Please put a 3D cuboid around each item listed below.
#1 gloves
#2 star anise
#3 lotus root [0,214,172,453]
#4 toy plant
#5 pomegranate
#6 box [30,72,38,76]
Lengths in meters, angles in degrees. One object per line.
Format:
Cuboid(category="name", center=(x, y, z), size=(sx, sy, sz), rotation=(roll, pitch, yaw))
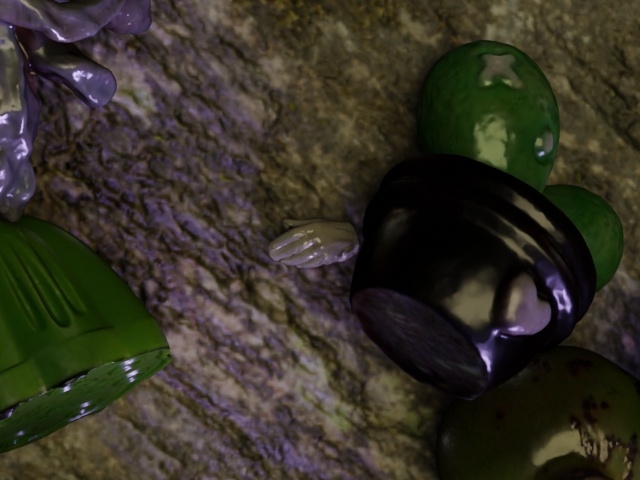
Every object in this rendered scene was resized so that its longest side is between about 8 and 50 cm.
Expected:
Cuboid(category="gloves", center=(-0.001, -0.001, 1.051), size=(0.081, 0.037, 0.044), rotation=(-18, 64, -5))
Cuboid(category="star anise", center=(-0.225, -0.192, 0.900), size=(0.316, 0.139, 0.359), rotation=(-10, 86, -16))
Cuboid(category="lotus root", center=(-0.215, 0.046, 0.952), size=(0.186, 0.186, 0.186), rotation=(-1, 97, -13))
Cuboid(category="toy plant", center=(0.125, -0.013, 1.018), size=(0.218, 0.175, 0.235), rotation=(50, 57, -20))
Cuboid(category="pomegranate", center=(0.171, 0.181, 1.027), size=(0.179, 0.210, 0.179), rotation=(10, 122, 17))
Cuboid(category="box", center=(-0.261, -0.150, 0.978), size=(0.133, 0.023, 0.090), rotation=(-16, 101, -10))
